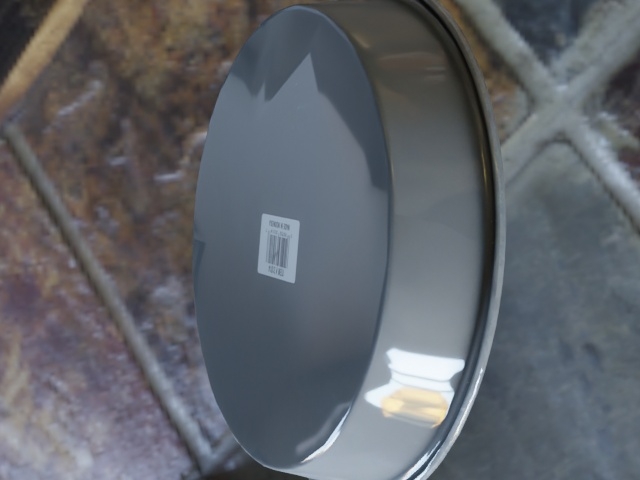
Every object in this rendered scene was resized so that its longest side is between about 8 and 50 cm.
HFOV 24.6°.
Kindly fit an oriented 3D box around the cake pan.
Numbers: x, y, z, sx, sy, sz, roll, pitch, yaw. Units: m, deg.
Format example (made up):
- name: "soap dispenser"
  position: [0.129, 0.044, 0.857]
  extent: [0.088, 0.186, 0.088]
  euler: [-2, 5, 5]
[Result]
- name: "cake pan"
  position: [0.000, 0.000, 0.811]
  extent: [0.293, 0.054, 0.293]
  euler: [-9, 80, 63]
